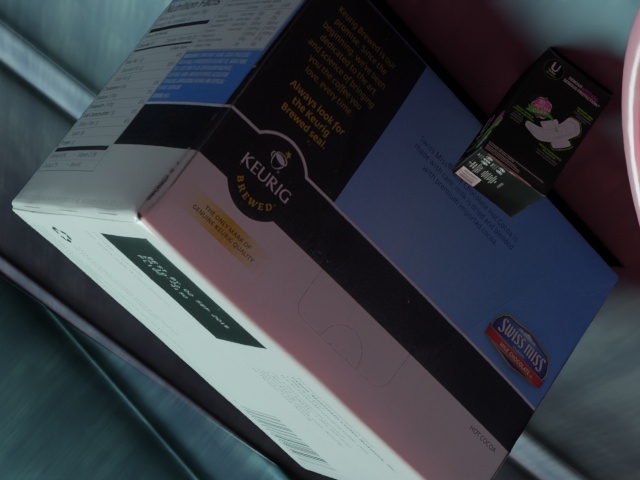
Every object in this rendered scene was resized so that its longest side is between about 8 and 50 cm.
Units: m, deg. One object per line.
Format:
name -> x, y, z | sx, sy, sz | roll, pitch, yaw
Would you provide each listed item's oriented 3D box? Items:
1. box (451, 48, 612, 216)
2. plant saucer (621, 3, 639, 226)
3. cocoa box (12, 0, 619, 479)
box -> 0.132, -0.067, 1.038 | 0.052, 0.083, 0.062 | 38, 163, -4
plant saucer -> 0.268, 0.000, 0.785 | 0.332, 0.084, 0.332 | 57, 161, 32
cocoa box -> 0.000, 0.000, 1.212 | 0.347, 0.228, 0.231 | 44, 161, -27
